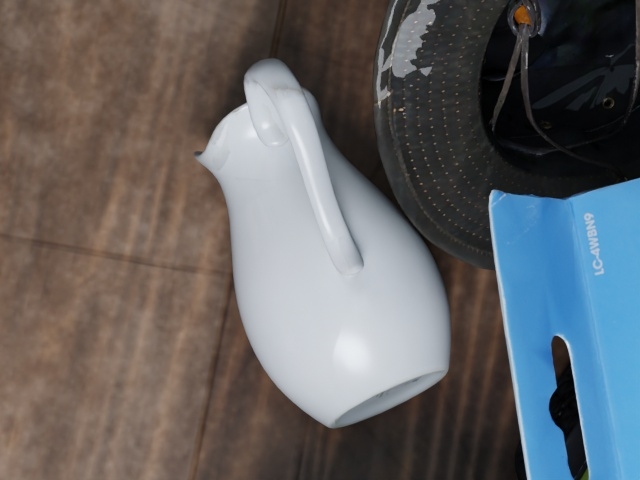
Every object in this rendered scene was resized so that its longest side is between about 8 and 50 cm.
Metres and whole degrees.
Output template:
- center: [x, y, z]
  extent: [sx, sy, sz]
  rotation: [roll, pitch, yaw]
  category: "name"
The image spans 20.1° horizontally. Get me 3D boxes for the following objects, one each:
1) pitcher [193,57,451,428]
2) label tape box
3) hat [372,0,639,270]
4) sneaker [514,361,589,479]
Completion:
- center: [0.000, 0.000, 1.108]
  extent: [0.125, 0.178, 0.207]
  rotation: [-23, 77, -9]
  category: "pitcher"
- center: [0.269, 0.083, 1.024]
  extent: [0.347, 0.115, 0.249]
  rotation: [2, 74, -39]
  category: "label tape box"
- center: [0.168, -0.137, 1.146]
  extent: [0.331, 0.331, 0.134]
  rotation: [-29, 34, -5]
  category: "hat"
- center: [0.215, 0.091, 1.146]
  extent: [0.097, 0.084, 0.235]
  rotation: [40, 82, -15]
  category: "sneaker"
